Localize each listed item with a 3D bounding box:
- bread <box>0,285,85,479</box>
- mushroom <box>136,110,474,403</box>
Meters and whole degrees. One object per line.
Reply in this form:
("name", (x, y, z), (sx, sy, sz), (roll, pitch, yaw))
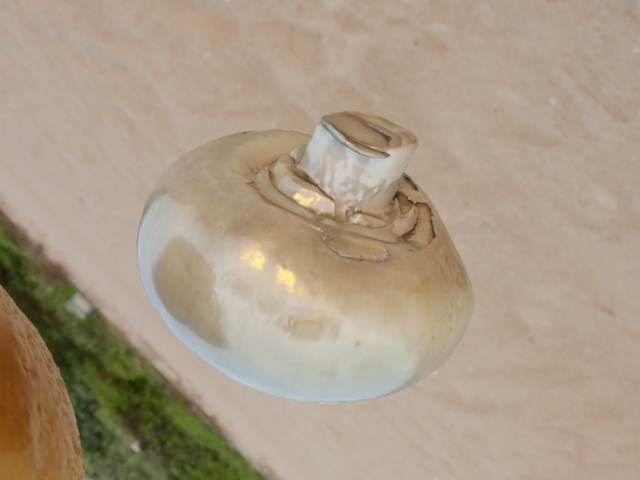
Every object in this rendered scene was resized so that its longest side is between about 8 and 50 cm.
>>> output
("bread", (-0.312, 0.082, 0.751), (0.361, 0.250, 0.394), (54, -179, 37))
("mushroom", (0.000, 0.000, 0.865), (0.246, 0.202, 0.246), (21, -151, -12))
